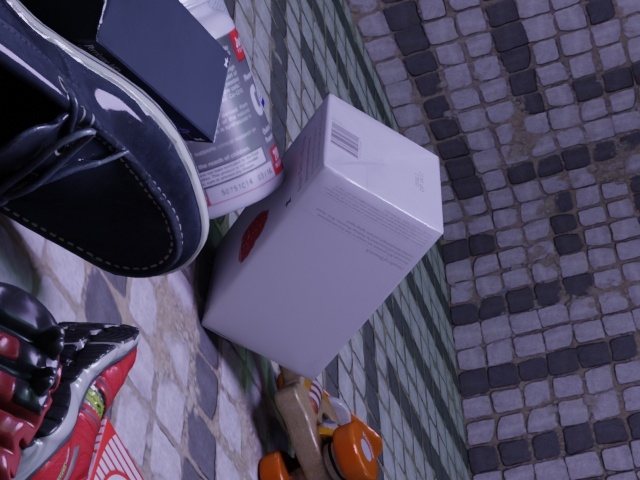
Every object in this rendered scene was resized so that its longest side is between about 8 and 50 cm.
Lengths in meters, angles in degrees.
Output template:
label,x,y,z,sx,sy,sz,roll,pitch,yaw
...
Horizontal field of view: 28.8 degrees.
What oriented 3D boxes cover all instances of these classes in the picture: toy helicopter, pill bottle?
label,x,y,z,sx,sy,sz,roll,pitch,yaw
toy helicopter,-0.016,0.204,1.742,0.355,0.140,0.235,70,15,16
pill bottle,-0.159,-0.178,1.489,0.161,0.161,0.283,-69,142,-68

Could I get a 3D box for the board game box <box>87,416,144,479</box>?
label,x,y,z,sx,sy,sz,roll,pitch,yaw
board game box,-0.186,0.281,1.129,0.147,0.045,0.194,-85,156,-56

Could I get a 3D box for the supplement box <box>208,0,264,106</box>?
label,x,y,z,sx,sy,sz,roll,pitch,yaw
supplement box,-0.167,-0.240,1.638,0.114,0.111,0.220,-82,154,-59

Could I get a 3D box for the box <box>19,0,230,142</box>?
label,x,y,z,sx,sy,sz,roll,pitch,yaw
box,-0.219,-0.181,1.163,0.261,0.184,0.103,40,55,-67

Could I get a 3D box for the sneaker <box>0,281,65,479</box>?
label,x,y,z,sx,sy,sz,roll,pitch,yaw
sneaker,-0.252,0.158,0.788,0.097,0.135,0.276,36,42,-24

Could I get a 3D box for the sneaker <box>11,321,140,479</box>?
label,x,y,z,sx,sy,sz,roll,pitch,yaw
sneaker,-0.227,0.152,1.053,0.279,0.107,0.118,-62,154,-67

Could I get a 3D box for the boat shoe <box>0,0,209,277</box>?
label,x,y,z,sx,sy,sz,roll,pitch,yaw
boat shoe,-0.256,-0.093,0.973,0.500,0.186,0.156,51,29,-47

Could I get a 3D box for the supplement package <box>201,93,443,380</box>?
label,x,y,z,sx,sy,sz,roll,pitch,yaw
supplement package,0.000,0.000,1.586,0.175,0.293,0.178,28,32,-17
